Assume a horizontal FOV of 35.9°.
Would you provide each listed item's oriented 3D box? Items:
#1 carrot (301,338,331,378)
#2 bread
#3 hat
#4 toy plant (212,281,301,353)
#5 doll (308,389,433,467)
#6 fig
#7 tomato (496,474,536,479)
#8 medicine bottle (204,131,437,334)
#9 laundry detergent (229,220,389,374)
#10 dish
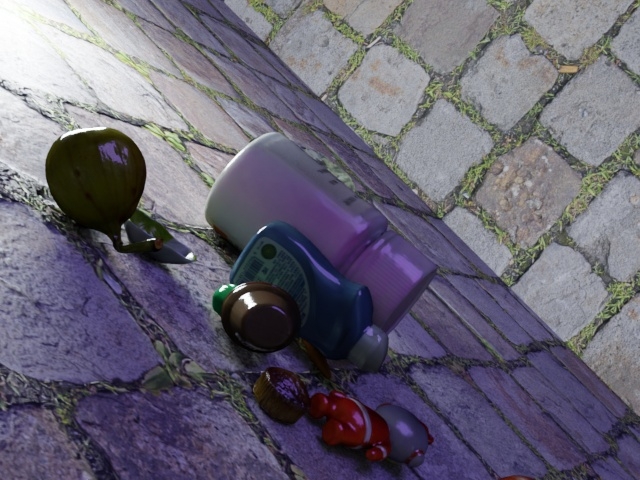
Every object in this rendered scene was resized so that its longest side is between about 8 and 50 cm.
[{"bbox_3d":[-0.010,0.175,1.644,0.035,0.035,0.142,30,25,-37],"label":"carrot"},{"bbox_3d":[-0.049,0.213,1.380,0.085,0.053,0.085,38,15,-12],"label":"bread"},{"bbox_3d":[-0.066,-0.109,2.141,0.265,0.128,0.265,24,25,-12],"label":"hat"},{"bbox_3d":[-0.095,0.112,1.486,0.143,0.105,0.200,19,0,-11],"label":"toy plant"},{"bbox_3d":[0.087,0.285,1.489,0.245,0.076,0.142,22,24,-42],"label":"doll"},{"bbox_3d":[-0.310,-0.069,1.415,0.142,0.148,0.186,-130,-151,-82],"label":"fig"},{"bbox_3d":[0.288,0.431,1.449,0.155,0.180,0.214,29,-2,32],"label":"tomato"},{"bbox_3d":[0.000,0.000,1.749,0.388,0.219,0.219,38,13,14],"label":"medicine bottle"},{"bbox_3d":[-0.004,0.101,1.603,0.290,0.143,0.094,38,14,10],"label":"laundry detergent"},{"bbox_3d":[-0.253,0.003,1.501,0.137,0.039,0.091,38,10,-17],"label":"dish"}]
